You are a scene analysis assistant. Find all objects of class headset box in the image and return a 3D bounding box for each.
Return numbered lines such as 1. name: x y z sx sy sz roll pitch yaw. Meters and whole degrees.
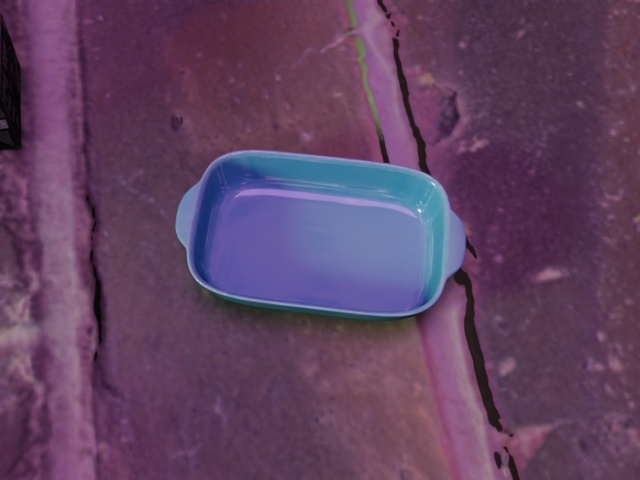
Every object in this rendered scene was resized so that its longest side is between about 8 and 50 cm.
1. headset box: -0.231 -0.114 0.688 0.032 0.062 0.083 -7 63 -7

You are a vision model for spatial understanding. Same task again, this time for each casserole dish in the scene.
1. casserole dish: 0.000 0.000 0.651 0.188 0.037 0.114 6 62 2
